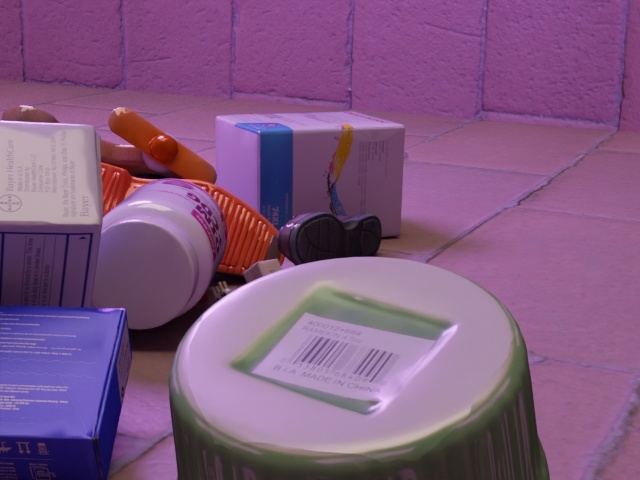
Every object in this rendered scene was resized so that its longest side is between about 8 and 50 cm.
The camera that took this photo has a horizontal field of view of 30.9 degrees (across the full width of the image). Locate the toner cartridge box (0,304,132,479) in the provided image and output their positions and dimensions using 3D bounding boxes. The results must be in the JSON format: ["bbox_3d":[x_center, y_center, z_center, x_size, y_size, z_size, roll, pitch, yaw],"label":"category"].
[{"bbox_3d":[-0.360,0.138,1.068,0.348,0.075,0.165,2,40,1],"label":"toner cartridge box"}]

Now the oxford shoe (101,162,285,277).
[{"bbox_3d":[-0.228,-0.017,1.734,0.364,0.130,0.132,19,-27,2],"label":"oxford shoe"}]

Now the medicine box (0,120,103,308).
[{"bbox_3d":[-0.384,0.014,1.204,0.289,0.263,0.149,2,48,-16],"label":"medicine box"}]

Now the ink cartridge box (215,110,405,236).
[{"bbox_3d":[-0.019,-0.111,1.978,0.270,0.197,0.198,-5,15,-25],"label":"ink cartridge box"}]

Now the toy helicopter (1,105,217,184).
[{"bbox_3d":[-0.316,-0.126,1.770,0.355,0.140,0.235,22,-24,-37],"label":"toy helicopter"}]

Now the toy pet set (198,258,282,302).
[{"bbox_3d":[-0.082,0.076,1.551,0.122,0.065,0.114,-9,-20,-46],"label":"toy pet set"}]

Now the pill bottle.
[{"bbox_3d":[-0.212,0.016,1.502,0.160,0.160,0.283,2,11,1],"label":"pill bottle"}]

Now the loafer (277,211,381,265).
[{"bbox_3d":[0.000,0.000,1.767,0.084,0.096,0.267,6,5,30],"label":"loafer"}]

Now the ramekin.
[{"bbox_3d":[0.026,0.139,0.906,0.304,0.148,0.303,-5,30,3],"label":"ramekin"}]

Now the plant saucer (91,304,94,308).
[{"bbox_3d":[-0.341,0.101,1.429,0.199,0.036,0.198,1,15,0],"label":"plant saucer"}]
